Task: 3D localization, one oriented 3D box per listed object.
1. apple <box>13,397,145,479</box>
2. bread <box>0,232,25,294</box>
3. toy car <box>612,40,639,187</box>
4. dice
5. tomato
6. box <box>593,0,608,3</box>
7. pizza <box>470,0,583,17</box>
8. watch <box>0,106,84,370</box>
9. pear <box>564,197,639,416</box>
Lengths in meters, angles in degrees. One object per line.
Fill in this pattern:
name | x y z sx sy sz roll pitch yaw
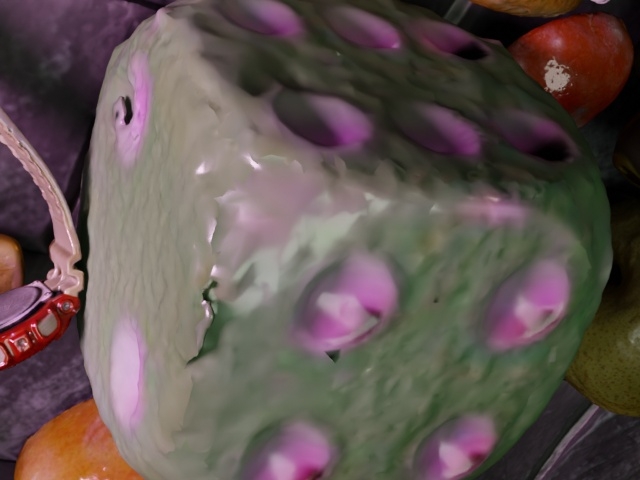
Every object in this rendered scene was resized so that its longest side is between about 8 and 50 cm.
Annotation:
apple | -0.134 0.257 1.051 0.346 0.179 0.254 -11 90 -18
bread | -0.306 0.029 0.861 0.115 0.056 0.082 -7 110 -34
toy car | 0.416 -0.105 0.905 0.271 0.340 0.240 14 110 -31
dice | 0.000 0.000 0.808 0.322 0.318 0.330 1 125 -27
tomato | 0.212 -0.133 0.936 0.156 0.069 0.155 -20 160 -8
box | 0.162 -0.287 0.658 0.168 0.071 0.259 -49 137 13
pizza | 0.153 -0.332 0.739 0.278 0.114 0.409 -40 142 -4
watch | -0.285 -0.023 0.771 0.165 0.102 0.268 -40 118 -16
pear | 0.350 0.075 1.111 0.211 0.188 0.228 34 104 -36
